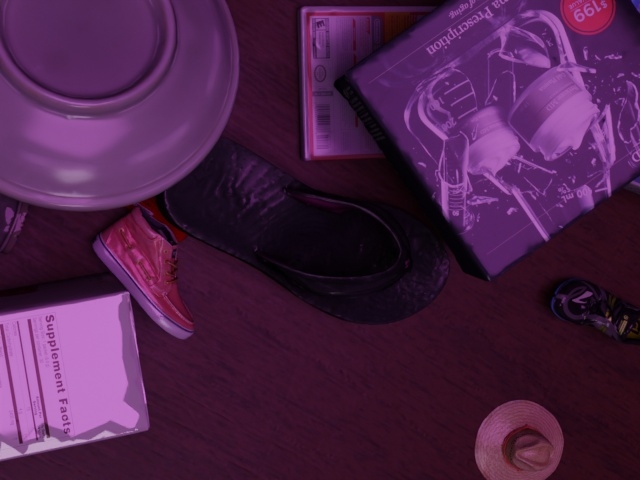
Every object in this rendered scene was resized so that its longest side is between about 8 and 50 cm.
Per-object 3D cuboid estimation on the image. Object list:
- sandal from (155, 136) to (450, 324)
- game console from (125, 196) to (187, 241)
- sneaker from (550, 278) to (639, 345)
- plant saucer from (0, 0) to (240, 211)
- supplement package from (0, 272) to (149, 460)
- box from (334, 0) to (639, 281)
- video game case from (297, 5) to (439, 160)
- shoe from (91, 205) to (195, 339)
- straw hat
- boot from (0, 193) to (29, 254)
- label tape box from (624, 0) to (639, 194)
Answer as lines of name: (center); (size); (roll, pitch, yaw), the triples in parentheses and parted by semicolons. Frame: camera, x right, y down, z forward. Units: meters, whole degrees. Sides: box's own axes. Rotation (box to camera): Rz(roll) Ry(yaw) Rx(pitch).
sandal: (-0.002, 0.002, 1.542); (0.446, 0.107, 0.167); (21, 84, -30)
game console: (-0.199, -0.092, 1.546); (0.144, 0.085, 0.124); (36, 116, -17)
sneaker: (0.418, 0.106, 1.727); (0.188, 0.078, 0.067); (22, 89, -18)
plant saucer: (-0.280, -0.237, 1.393); (0.400, 0.100, 0.400); (5, 74, -17)
supplement package: (-0.372, 0.154, 1.432); (0.293, 0.177, 0.175); (-10, 98, -17)
box: (0.247, -0.174, 1.511); (0.343, 0.179, 0.312); (-36, 95, -1)
video game case: (0.109, -0.214, 1.623); (0.285, 0.025, 0.204); (-3, 97, -17)
shoe: (-0.203, 0.041, 1.524); (0.081, 0.063, 0.178); (-39, 102, 11)
straw hat: (0.300, 0.302, 1.721); (0.144, 0.061, 0.144); (-2, 97, -17)
boot: (-0.449, -0.094, 1.435); (0.208, 0.076, 0.189); (14, 78, -25)
label tape box: (0.516, -0.178, 1.710); (0.348, 0.115, 0.249); (20, 91, -21)
